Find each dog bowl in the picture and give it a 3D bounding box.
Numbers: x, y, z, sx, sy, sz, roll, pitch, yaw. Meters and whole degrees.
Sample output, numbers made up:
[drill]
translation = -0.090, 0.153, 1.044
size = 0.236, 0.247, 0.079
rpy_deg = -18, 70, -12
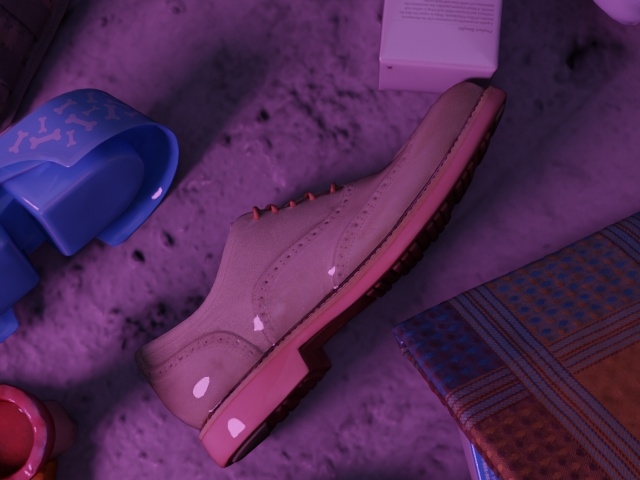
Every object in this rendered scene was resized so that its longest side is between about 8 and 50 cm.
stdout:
[dog bowl]
translation = -0.254, -0.014, 0.947
size = 0.297, 0.166, 0.074
rpy_deg = -41, 71, -13

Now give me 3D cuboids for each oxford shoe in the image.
[oxford shoe]
translation = 0.000, 0.000, 0.955
size = 0.146, 0.140, 0.397
rpy_deg = 41, 86, 11

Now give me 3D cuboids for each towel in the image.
[towel]
translation = 0.276, 0.077, 0.873
size = 0.370, 0.040, 0.271
rpy_deg = -24, 40, -11

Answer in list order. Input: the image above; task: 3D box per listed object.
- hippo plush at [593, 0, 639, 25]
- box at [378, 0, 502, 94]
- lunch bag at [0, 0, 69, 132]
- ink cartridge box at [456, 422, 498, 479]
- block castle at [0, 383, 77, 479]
[hippo plush]
translation = 0.176, -0.297, 0.954
size = 0.236, 0.234, 0.294
rpy_deg = 10, 45, 36
[box]
translation = 0.103, -0.181, 0.986
size = 0.101, 0.102, 0.087
rpy_deg = 5, 83, 2
[lunch bag]
translation = -0.307, -0.263, 0.946
size = 0.168, 0.235, 0.287
rpy_deg = 25, 86, 11
[ink cartridge box]
translation = 0.213, 0.143, 0.954
size = 0.190, 0.082, 0.140
rpy_deg = -12, 83, -1
[block castle]
translation = -0.376, 0.329, 0.895
size = 0.302, 0.213, 0.454
rpy_deg = 6, 84, 3
